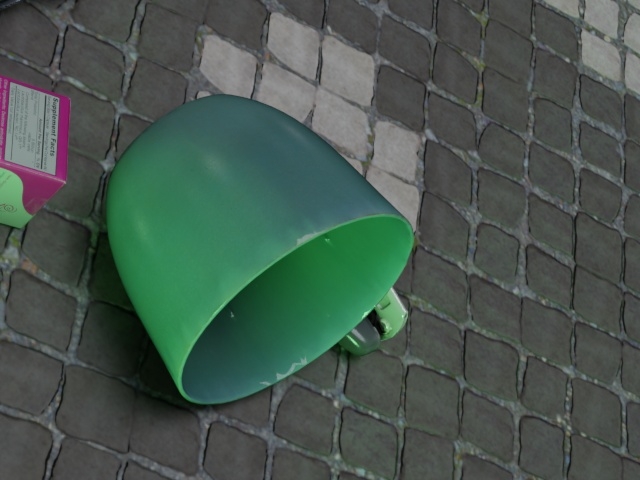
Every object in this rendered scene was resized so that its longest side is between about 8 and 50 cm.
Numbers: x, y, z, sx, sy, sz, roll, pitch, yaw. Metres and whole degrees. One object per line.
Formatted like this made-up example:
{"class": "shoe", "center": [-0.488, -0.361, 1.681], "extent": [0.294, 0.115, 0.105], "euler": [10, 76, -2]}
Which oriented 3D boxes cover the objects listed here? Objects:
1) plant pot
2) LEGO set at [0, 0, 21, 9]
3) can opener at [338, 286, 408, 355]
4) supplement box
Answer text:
{"class": "plant pot", "center": [-0.089, -0.010, 1.888], "extent": [0.293, 0.293, 0.235], "euler": [-17, 60, -42]}
{"class": "LEGO set", "center": [-0.333, -0.419, 1.946], "extent": [0.192, 0.255, 0.331], "euler": [-26, 69, -16]}
{"class": "can opener", "center": [0.000, 0.000, 2.080], "extent": [0.095, 0.076, 0.283], "euler": [-26, 81, -44]}
{"class": "supplement box", "center": [-0.377, -0.107, 1.832], "extent": [0.220, 0.111, 0.114], "euler": [19, 54, -29]}
